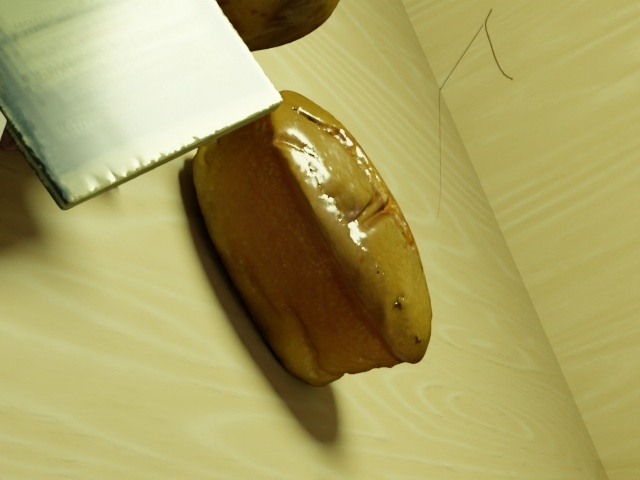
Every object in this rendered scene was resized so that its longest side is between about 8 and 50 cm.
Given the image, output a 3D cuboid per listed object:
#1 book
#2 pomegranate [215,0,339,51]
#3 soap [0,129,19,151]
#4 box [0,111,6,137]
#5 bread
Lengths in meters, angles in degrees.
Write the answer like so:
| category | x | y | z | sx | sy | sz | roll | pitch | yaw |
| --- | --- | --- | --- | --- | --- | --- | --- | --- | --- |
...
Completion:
| category | x | y | z | sx | sy | sz | roll | pitch | yaw |
| --- | --- | --- | --- | --- | --- | --- | --- | --- | --- |
| book | -0.180 | -0.185 | 1.028 | 0.228 | 0.018 | 0.322 | -31 | 86 | -49 |
| pomegranate | -0.084 | -0.292 | 1.302 | 0.307 | 0.307 | 0.307 | 57 | 16 | -26 |
| soap | -0.172 | -0.115 | 1.113 | 0.122 | 0.065 | 0.203 | 65 | 15 | 11 |
| box | -0.230 | -0.044 | 0.820 | 0.123 | 0.050 | 0.229 | 55 | 17 | -27 |
| bread | 0.000 | 0.000 | 1.388 | 0.269 | 0.143 | 0.195 | 61 | 14 | -20 |
